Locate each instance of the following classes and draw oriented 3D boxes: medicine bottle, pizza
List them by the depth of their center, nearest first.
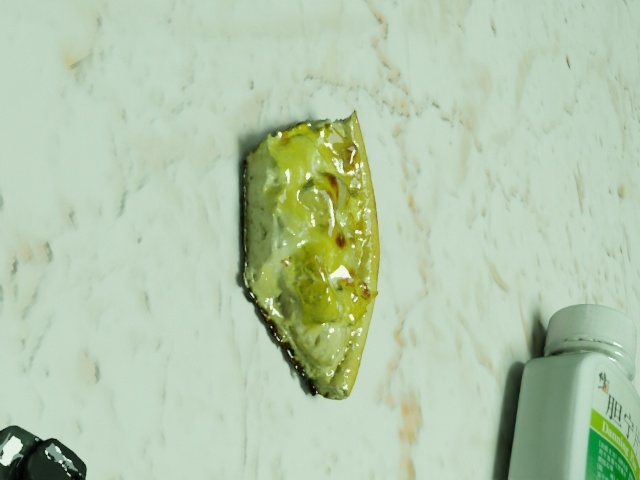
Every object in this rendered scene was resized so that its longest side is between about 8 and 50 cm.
[{"bbox_3d":[0.001,0.000,0.671,0.099,0.036,0.160,25,60,-53],"label":"pizza"},{"bbox_3d":[0.181,0.137,0.889,0.119,0.069,0.183,47,43,-38],"label":"medicine bottle"}]

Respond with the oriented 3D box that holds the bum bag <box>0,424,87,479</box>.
[{"bbox_3d":[-0.081,0.142,0.489,0.198,0.049,0.087,48,49,-41],"label":"bum bag"}]
